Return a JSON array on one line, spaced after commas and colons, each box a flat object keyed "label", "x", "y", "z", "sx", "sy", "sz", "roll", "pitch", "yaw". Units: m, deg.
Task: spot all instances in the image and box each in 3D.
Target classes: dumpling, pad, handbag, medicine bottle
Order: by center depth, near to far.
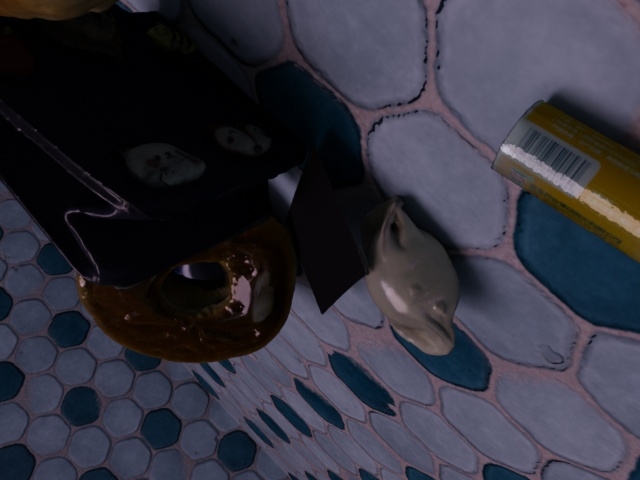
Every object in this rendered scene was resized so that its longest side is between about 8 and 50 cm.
[{"label": "medicine bottle", "x": 0.228, "y": -0.017, "z": 0.370, "sx": 0.218, "sy": 0.074, "sz": 0.074, "roll": 39, "pitch": 152, "yaw": 20}, {"label": "handbag", "x": -0.207, "y": -0.138, "z": 0.593, "sx": 0.329, "sy": 0.303, "sz": 0.122, "roll": 46, "pitch": 125, "yaw": 7}, {"label": "dumpling", "x": 0.092, "y": 0.049, "z": 0.622, "sx": 0.169, "sy": 0.100, "sz": 0.134, "roll": 50, "pitch": 156, "yaw": -2}, {"label": "pad", "x": -0.001, "y": 0.000, "z": 0.697, "sx": 0.265, "sy": 0.009, "sz": 0.159, "roll": 122, "pitch": 128, "yaw": -70}]

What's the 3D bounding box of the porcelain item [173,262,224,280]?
[{"label": "porcelain item", "x": -0.212, "y": 0.009, "z": 0.986, "sx": 0.141, "sy": 0.141, "sz": 0.259, "roll": 32, "pitch": 139, "yaw": 28}]

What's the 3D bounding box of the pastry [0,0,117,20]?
[{"label": "pastry", "x": -0.266, "y": -0.349, "z": 0.366, "sx": 0.389, "sy": 0.312, "sz": 0.388, "roll": 23, "pitch": 176, "yaw": 2}]

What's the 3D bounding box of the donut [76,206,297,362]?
[{"label": "donut", "x": -0.194, "y": 0.039, "z": 0.840, "sx": 0.160, "sy": 0.330, "sz": 0.330, "roll": -105, "pitch": -3, "yaw": -52}]
